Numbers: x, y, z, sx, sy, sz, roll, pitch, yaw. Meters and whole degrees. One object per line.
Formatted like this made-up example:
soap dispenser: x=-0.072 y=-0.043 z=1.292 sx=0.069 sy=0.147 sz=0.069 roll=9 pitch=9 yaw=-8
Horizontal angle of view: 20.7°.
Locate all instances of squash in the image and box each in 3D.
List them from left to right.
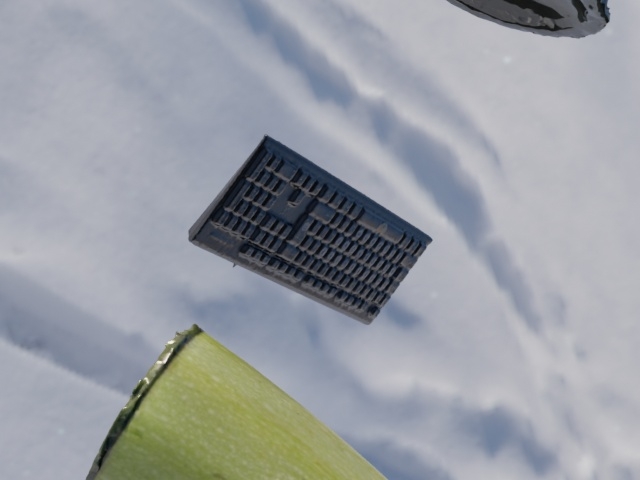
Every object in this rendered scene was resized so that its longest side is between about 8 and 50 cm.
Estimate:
squash: x=0.010 y=0.134 z=0.724 sx=0.224 sy=0.094 sz=0.094 roll=35 pitch=34 yaw=1

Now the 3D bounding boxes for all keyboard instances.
keyboard: x=0.000 y=0.000 z=0.884 sx=0.010 sy=0.063 sz=0.198 roll=41 pitch=6 yaw=29

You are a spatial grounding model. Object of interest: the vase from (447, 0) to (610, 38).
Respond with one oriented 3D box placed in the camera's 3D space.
vase: x=0.101 y=-0.192 z=0.607 sx=0.115 sy=0.115 sz=0.237 roll=34 pitch=75 yaw=-47
